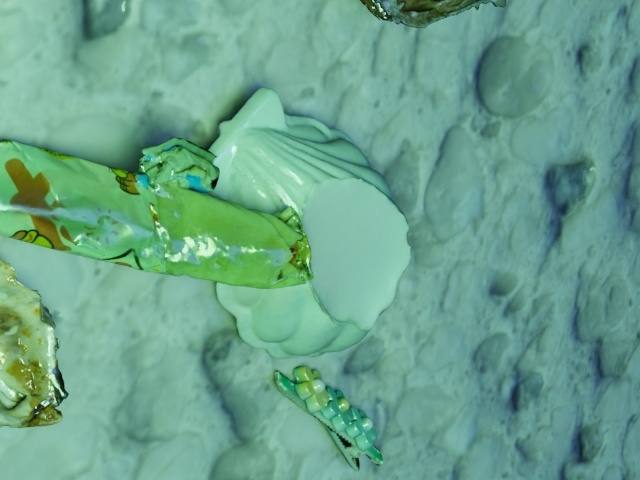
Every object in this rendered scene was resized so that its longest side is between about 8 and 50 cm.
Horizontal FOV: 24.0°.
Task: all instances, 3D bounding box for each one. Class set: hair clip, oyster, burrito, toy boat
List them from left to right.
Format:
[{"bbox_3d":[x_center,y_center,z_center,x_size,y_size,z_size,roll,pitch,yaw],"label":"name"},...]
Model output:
[{"bbox_3d":[-0.240,0.084,1.104,0.103,0.051,0.148,-37,113,-28],"label":"oyster"},{"bbox_3d":[-0.128,-0.030,1.124,0.288,0.054,0.104,14,86,-24],"label":"burrito"},{"bbox_3d":[0.000,0.000,1.290,0.199,0.100,0.290,-56,138,-16],"label":"toy boat"},{"bbox_3d":[0.013,0.162,1.410,0.049,0.049,0.173,-56,135,-16],"label":"hair clip"}]

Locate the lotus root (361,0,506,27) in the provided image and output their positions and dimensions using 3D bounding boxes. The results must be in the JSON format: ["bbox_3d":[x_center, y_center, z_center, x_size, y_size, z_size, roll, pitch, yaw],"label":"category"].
[{"bbox_3d":[0.133,-0.296,1.343,0.329,0.078,0.167,-40,107,-27],"label":"lotus root"}]
